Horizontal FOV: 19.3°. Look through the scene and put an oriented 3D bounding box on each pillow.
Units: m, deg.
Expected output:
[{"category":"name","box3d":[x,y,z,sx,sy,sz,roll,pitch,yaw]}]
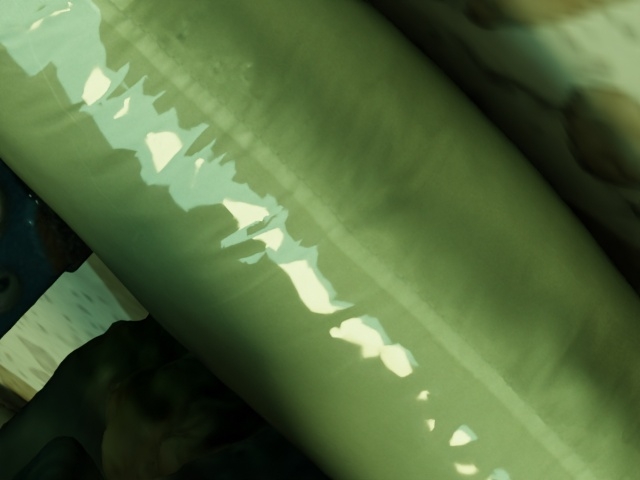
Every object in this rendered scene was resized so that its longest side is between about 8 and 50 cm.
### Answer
[{"category":"pillow","box3d":[0.000,0.000,0.426,0.254,0.078,0.144,46,168,-14]}]

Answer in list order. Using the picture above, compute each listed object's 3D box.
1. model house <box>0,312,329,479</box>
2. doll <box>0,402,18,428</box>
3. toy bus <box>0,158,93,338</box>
[{"category":"model house","box3d":[-0.108,0.162,0.479,0.243,0.298,0.284,48,-165,26]},{"category":"doll","box3d":[-0.162,0.111,0.935,0.195,0.062,0.104,47,142,4]},{"category":"toy bus","box3d":[-0.193,-0.012,0.638,0.234,0.133,0.116,12,144,51]}]
